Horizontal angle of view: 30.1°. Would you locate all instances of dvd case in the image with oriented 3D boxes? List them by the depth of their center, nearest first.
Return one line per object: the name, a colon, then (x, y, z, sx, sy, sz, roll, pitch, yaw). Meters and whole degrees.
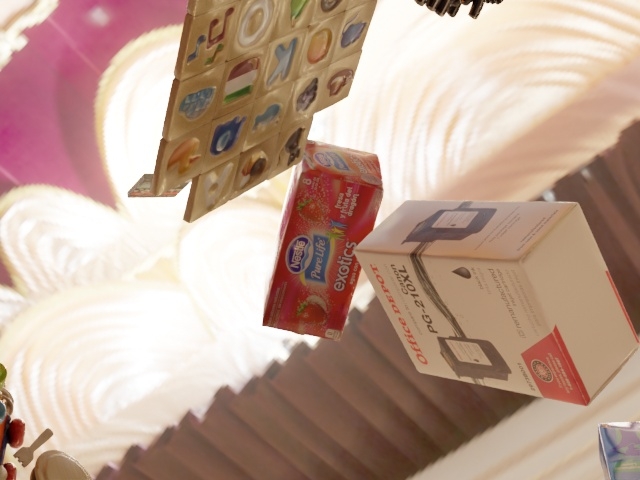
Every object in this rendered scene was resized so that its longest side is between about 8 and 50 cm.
dvd case: (-0.272, -0.092, 2.014, 0.119, 0.087, 0.013, 151, -65, -64)

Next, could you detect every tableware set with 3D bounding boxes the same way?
tableware set: (-0.300, 0.289, 1.258, 0.039, 0.128, 0.194, -40, -179, 19)

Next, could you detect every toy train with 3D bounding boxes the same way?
toy train: (-0.452, 0.219, 1.617, 0.105, 0.143, 0.248, 7, -147, -9)

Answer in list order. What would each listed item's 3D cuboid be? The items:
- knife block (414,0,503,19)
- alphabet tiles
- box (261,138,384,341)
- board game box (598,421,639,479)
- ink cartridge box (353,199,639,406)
knife block: (0.195, -0.449, 1.617, 0.242, 0.276, 0.088, -27, -158, -17)
alphabet tiles: (-0.030, -0.177, 1.016, 0.011, 0.343, 0.285, 34, -140, 20)
box: (0.000, 0.000, 1.711, 0.128, 0.122, 0.257, -91, -166, -62)
board game box: (0.361, 0.239, 1.160, 0.160, 0.047, 0.210, -4, -163, 8)
ink cartridge box: (0.168, 0.054, 1.177, 0.100, 0.172, 0.237, -41, -155, -28)
